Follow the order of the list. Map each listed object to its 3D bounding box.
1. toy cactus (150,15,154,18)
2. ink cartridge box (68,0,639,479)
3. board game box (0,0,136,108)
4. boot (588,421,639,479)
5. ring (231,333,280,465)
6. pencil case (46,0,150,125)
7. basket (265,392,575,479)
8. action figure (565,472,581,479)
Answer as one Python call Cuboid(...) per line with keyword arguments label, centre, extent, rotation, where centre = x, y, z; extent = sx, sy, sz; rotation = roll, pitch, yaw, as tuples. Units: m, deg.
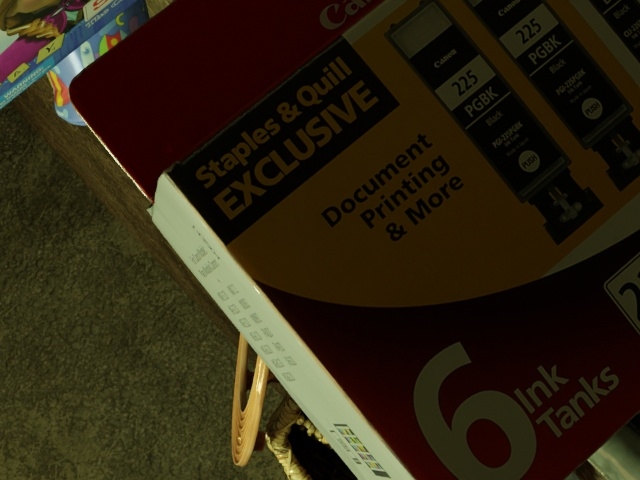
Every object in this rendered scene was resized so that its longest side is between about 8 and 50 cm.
Cuboid(label="toy cactus", centre=(-0.122, -0.180, 1.658), extent=(0.219, 0.112, 0.180), rotation=(56, 160, 14))
Cuboid(label="ink cartridge box", centre=(0.082, -0.064, 0.690), extent=(0.272, 0.309, 0.130), rotation=(50, 168, -2))
Cuboid(label="board game box", centre=(-0.195, -0.240, 1.170), extent=(0.066, 0.318, 0.318), rotation=(48, 169, 6))
Cuboid(label="boot", centre=(0.267, 0.186, 1.357), extent=(0.208, 0.076, 0.189), rotation=(54, -176, 17))
Cuboid(label="ring", centre=(-0.058, 0.079, 1.654), extent=(0.032, 0.337, 0.336), rotation=(8, 170, -7))
Cuboid(label="pencil case", centre=(-0.242, -0.271, 1.566), extent=(0.119, 0.133, 0.306), rotation=(-121, 17, -59))
Cuboid(label="basket", centre=(0.094, 0.236, 1.666), extent=(0.299, 0.213, 0.223), rotation=(35, 170, -2))
Cuboid(label="action figure", centre=(0.278, 0.164, 0.826), extent=(0.276, 0.248, 0.370), rotation=(40, 167, 37))
